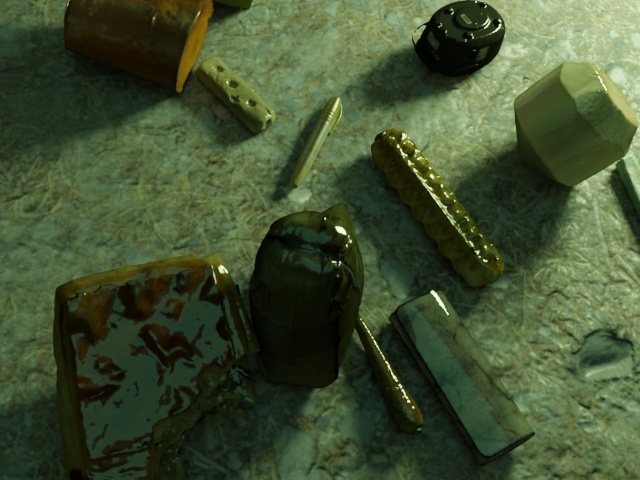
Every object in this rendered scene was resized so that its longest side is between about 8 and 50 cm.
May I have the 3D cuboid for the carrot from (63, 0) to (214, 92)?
[{"bbox_3d":[-0.353,-0.409,1.786,0.254,0.196,0.196,18,59,0],"label":"carrot"}]

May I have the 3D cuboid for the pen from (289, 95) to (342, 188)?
[{"bbox_3d":[-0.006,-0.190,1.813,0.040,0.032,0.233,34,60,-17],"label":"pen"}]

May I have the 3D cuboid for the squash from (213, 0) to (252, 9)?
[{"bbox_3d":[-0.183,-0.542,1.966,0.184,0.085,0.192,0,54,23],"label":"squash"}]

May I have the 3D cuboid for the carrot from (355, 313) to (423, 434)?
[{"bbox_3d":[0.106,0.218,1.594,0.049,0.049,0.254,-18,63,-19],"label":"carrot"}]

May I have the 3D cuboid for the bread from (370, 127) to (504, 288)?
[{"bbox_3d":[0.214,-0.065,1.755,0.368,0.084,0.077,55,24,19],"label":"bread"}]

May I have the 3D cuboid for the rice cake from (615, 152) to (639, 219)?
[{"bbox_3d":[0.699,-0.096,1.878,0.189,0.037,0.198,-16,65,-18],"label":"rice cake"}]

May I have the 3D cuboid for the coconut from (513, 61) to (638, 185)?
[{"bbox_3d":[0.477,-0.222,1.812,0.241,0.241,0.241,4,60,-8],"label":"coconut"}]

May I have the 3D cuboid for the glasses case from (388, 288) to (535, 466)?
[{"bbox_3d":[0.239,0.228,1.600,0.114,0.060,0.299,-23,67,-21],"label":"glasses case"}]

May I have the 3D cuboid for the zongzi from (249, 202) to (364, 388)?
[{"bbox_3d":[0.000,0.000,1.522,0.174,0.356,0.393,14,57,6],"label":"zongzi"}]

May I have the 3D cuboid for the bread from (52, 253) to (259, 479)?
[{"bbox_3d":[-0.254,0.228,1.446,0.314,0.191,0.370,-10,75,-20],"label":"bread"}]

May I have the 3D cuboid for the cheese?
[{"bbox_3d":[-0.166,-0.287,1.833,0.065,0.043,0.194,-36,70,-31],"label":"cheese"}]

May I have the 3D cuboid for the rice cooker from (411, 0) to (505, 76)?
[{"bbox_3d":[0.290,-0.420,1.943,0.203,0.118,0.142,-26,68,-26],"label":"rice cooker"}]
